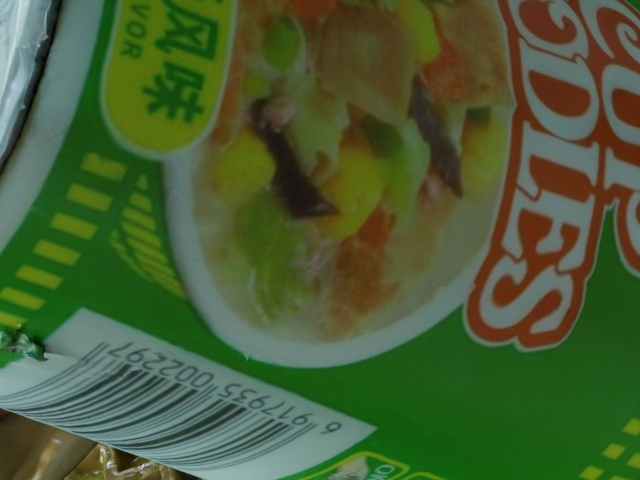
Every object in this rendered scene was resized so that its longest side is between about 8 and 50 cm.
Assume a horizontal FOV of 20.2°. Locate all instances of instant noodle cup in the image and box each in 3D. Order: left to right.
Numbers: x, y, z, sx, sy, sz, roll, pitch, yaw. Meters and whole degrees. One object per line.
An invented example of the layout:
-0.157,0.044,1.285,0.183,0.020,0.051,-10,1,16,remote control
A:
-0.021,-0.016,0.477,0.207,0.232,0.207,-18,65,43,instant noodle cup

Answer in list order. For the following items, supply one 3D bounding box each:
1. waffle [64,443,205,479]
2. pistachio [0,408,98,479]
-0.083,0.142,0.876,0.192,0.046,0.160,23,62,37,waffle
-0.130,0.016,0.646,0.137,0.153,0.238,-17,-24,-48,pistachio
